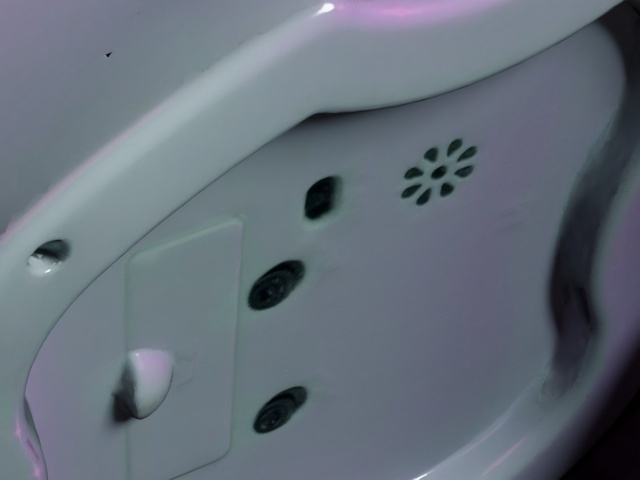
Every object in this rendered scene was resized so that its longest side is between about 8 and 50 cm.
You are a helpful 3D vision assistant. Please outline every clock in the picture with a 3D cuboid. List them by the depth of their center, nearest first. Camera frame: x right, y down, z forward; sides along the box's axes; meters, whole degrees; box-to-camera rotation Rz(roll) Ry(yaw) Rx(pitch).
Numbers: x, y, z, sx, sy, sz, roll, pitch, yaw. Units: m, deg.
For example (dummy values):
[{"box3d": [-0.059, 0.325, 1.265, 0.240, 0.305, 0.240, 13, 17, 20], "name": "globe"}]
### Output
[{"box3d": [0.000, 0.000, 0.633, 0.338, 0.338, 0.102, -46, 56, 16], "name": "clock"}]
